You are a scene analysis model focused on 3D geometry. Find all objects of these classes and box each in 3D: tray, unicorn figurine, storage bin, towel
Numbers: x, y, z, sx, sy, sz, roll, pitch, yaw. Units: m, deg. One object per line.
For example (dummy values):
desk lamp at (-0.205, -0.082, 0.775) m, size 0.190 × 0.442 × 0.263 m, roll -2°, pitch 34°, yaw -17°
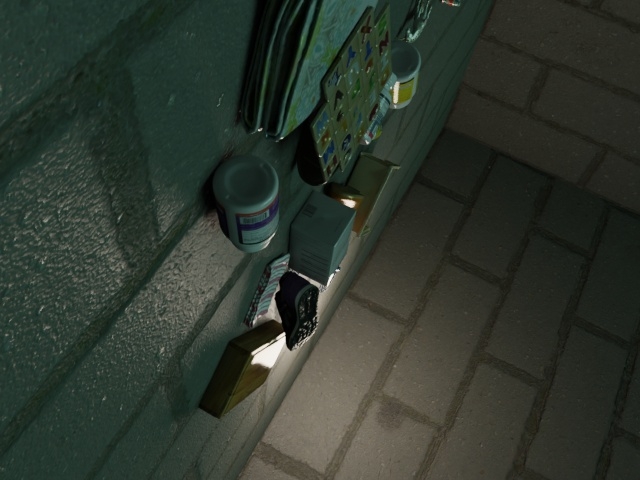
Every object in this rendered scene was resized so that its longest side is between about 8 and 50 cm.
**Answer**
tray at (-0.207, 0.361, 1.906) m, size 0.202 × 0.076 × 0.411 m, roll -64°, pitch 171°, yaw 6°
unicorn figurine at (0.277, -0.625, 1.855) m, size 0.162 × 0.060 × 0.111 m, roll -51°, pitch 163°, yaw -50°
storage bin at (0.161, -0.163, 2.278) m, size 0.262 × 0.123 × 0.260 m, roll -66°, pitch 169°, yaw 11°
towel at (-0.140, 0.134, 1.779) m, size 0.196 × 0.029 × 0.144 m, roll -67°, pitch 170°, yaw 19°
towel at (0.006, -0.366, 1.082) m, size 0.374 × 0.090 × 0.320 m, roll -52°, pitch 168°, yaw -48°

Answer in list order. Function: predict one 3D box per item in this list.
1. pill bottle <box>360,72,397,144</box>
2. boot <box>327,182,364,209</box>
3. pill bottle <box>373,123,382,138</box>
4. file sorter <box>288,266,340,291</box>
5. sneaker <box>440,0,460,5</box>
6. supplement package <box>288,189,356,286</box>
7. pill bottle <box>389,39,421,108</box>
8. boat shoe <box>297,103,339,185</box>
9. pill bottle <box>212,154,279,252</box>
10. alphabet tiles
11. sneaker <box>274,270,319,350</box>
pill bottle at (0.113, -0.339, 1.623) m, size 0.180 × 0.108 × 0.108 m, roll -63°, pitch 170°, yaw -4°
boot at (0.048, -0.065, 2.015) m, size 0.211 × 0.104 × 0.295 m, roll -65°, pitch 174°, yaw 7°
pill bottle at (0.145, -0.328, 1.938) m, size 0.065 × 0.065 × 0.116 m, roll -67°, pitch 170°, yaw 21°
file sorter at (-0.023, 0.100, 2.039) m, size 0.104 × 0.118 × 0.170 m, roll -61°, pitch 170°, yaw 3°
sneaker at (0.469, -0.847, 2.215) m, size 0.161 × 0.075 × 0.057 m, roll -58°, pitch 169°, yaw -27°
supplement package at (0.000, 0.000, 1.842) m, size 0.139 × 0.134 × 0.244 m, roll -58°, pitch 168°, yaw -29°
pill bottle at (0.211, -0.449, 1.807) m, size 0.119 × 0.119 × 0.208 m, roll -62°, pitch 170°, yaw -9°
boat shoe at (0.038, -0.262, 1.427) m, size 0.104 × 0.111 × 0.307 m, roll -47°, pitch 162°, yaw -57°
pill bottle at (-0.125, -0.054, 1.138) m, size 0.108 × 0.108 × 0.193 m, roll -59°, pitch 170°, yaw -24°
alphabet tiles at (0.067, -0.275, 1.261) m, size 0.285 × 0.011 × 0.342 m, roll -60°, pitch 165°, yaw -14°
sneaker at (-0.079, 0.204, 1.958) m, size 0.107 × 0.124 × 0.283 m, roll -28°, pitch 143°, yaw -37°
